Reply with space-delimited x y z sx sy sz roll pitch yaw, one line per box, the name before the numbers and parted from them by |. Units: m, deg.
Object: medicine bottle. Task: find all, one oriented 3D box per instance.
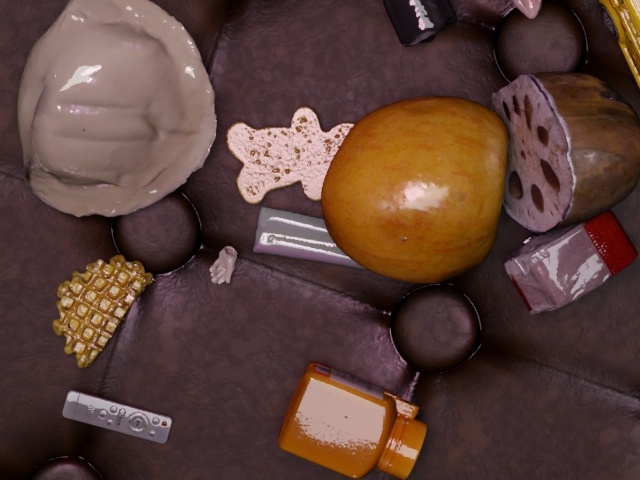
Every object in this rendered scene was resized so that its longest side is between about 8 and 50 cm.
medicine bottle | 0.055 0.309 1.908 0.222 0.112 0.149 22 96 0

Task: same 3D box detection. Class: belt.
belt | 0.396 0.023 1.855 0.201 0.128 0.124 -31 93 2

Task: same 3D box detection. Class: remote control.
remote control | -0.347 0.301 1.972 0.184 0.027 0.049 16 98 -4

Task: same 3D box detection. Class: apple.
apple | 0.150 -0.081 1.780 0.275 0.299 0.298 7 96 13

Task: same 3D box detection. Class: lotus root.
lotus root | 0.388 -0.150 1.792 0.192 0.272 0.272 -16 95 -11

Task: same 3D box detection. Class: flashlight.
flashlight | 0.088 -0.513 1.836 0.103 0.103 0.423 -25 92 5

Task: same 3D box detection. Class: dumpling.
dumpling | -0.325 -0.196 1.824 0.316 0.233 0.395 25 111 -3

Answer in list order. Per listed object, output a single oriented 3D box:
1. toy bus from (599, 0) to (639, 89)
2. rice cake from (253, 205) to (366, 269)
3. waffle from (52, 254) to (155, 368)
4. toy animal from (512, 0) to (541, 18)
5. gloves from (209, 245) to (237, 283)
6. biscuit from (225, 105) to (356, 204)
toy bus | 0.569 -0.279 1.805 0.144 0.152 0.330 -26 94 4
rice cake | 0.001 -0.001 1.915 0.222 0.042 0.080 10 95 1
waffle | -0.363 0.114 1.941 0.192 0.046 0.160 -23 92 5
toy animal | 0.307 -0.461 1.821 0.124 0.124 0.212 4 103 2
gloves | -0.157 0.040 1.927 0.081 0.037 0.044 -53 55 21
biscuit | -0.032 -0.142 1.904 0.240 0.035 0.158 -7 98 4
